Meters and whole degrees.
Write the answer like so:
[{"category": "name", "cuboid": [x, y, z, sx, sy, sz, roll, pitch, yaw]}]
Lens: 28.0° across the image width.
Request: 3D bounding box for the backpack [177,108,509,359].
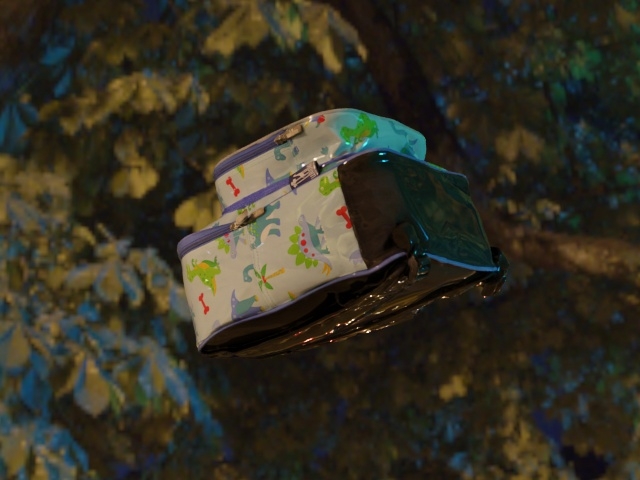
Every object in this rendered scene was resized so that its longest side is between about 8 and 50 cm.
[{"category": "backpack", "cuboid": [0.000, 0.000, 0.531, 0.114, 0.084, 0.105, -26, -17, 27]}]
